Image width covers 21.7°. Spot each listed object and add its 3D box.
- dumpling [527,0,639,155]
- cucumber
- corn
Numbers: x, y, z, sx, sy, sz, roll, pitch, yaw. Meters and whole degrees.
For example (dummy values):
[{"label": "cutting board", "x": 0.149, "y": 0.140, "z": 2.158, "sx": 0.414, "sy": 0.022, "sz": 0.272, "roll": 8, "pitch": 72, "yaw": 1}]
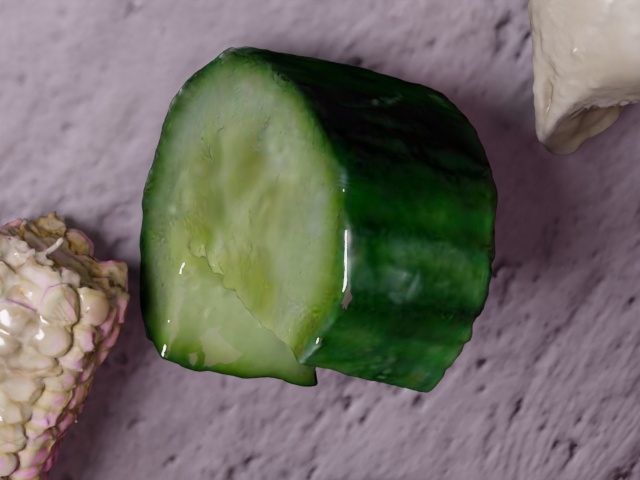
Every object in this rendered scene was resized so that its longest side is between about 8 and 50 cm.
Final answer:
[{"label": "dumpling", "x": 0.199, "y": -0.152, "z": 0.973, "sx": 0.166, "sy": 0.126, "sz": 0.216, "roll": -24, "pitch": 122, "yaw": -53}, {"label": "cucumber", "x": 0.003, "y": -0.009, "z": 0.883, "sx": 0.130, "sy": 0.191, "sz": 0.191, "roll": 5, "pitch": 113, "yaw": -35}, {"label": "corn", "x": -0.212, "y": 0.141, "z": 0.870, "sx": 0.126, "sy": 0.126, "sz": 0.335, "roll": 33, "pitch": 94, "yaw": -40}]
